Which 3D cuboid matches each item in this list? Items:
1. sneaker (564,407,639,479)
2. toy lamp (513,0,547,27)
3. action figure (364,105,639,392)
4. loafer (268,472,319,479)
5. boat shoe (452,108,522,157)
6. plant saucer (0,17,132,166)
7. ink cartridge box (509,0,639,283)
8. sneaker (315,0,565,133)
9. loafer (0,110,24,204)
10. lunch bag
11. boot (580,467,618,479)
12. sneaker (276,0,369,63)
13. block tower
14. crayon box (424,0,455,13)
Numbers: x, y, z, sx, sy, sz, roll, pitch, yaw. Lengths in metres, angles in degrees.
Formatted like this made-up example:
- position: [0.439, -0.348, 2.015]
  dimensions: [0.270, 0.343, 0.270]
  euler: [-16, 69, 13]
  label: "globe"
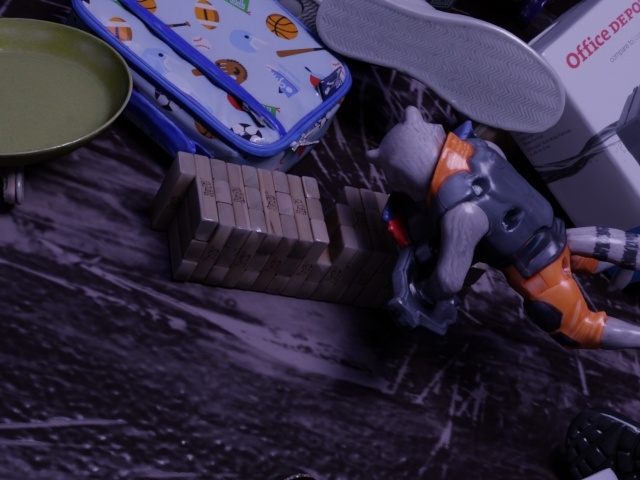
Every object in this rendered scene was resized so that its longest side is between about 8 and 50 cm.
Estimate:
- position: [0.371, 0.259, 1.258]
  dimensions: [0.283, 0.107, 0.124]
  euler: [38, 26, -2]
  label: "sneaker"
- position: [0.211, -0.419, 1.797]
  dimensions: [0.275, 0.080, 0.080]
  euler: [35, 41, -3]
  label: "toy lamp"
- position: [0.199, -0.032, 1.211]
  dimensions: [0.330, 0.178, 0.341]
  euler: [30, 40, -15]
  label: "action figure"
- position: [0.021, 0.280, 1.003]
  dimensions: [0.080, 0.078, 0.220]
  euler: [-7, 56, -38]
  label: "loafer"
- position: [0.289, -0.178, 1.601]
  dimensions: [0.285, 0.103, 0.092]
  euler: [-18, 68, -36]
  label: "boat shoe"
- position: [-0.303, -0.139, 1.175]
  dimensions: [0.241, 0.037, 0.241]
  euler: [4, 39, -3]
  label: "plant saucer"
- position: [0.376, -0.137, 1.491]
  dimensions: [0.223, 0.129, 0.307]
  euler: [-41, 98, -31]
  label: "ink cartridge box"
- position: [0.149, -0.224, 1.410]
  dimensions: [0.292, 0.108, 0.169]
  euler: [26, 20, 4]
  label: "sneaker"
- position: [-0.303, -0.078, 1.165]
  dimensions: [0.039, 0.045, 0.125]
  euler: [-1, 43, -13]
  label: "loafer"
- position: [-0.122, -0.188, 1.333]
  dimensions: [0.303, 0.115, 0.243]
  euler: [39, 43, 7]
  label: "lunch bag"
- position: [0.205, 0.308, 1.101]
  dimensions: [0.258, 0.095, 0.123]
  euler: [-22, 71, -35]
  label: "boot"
- position: [-0.012, -0.318, 1.536]
  dimensions: [0.256, 0.094, 0.151]
  euler: [13, 50, -37]
  label: "sneaker"
- position: [0.000, 0.000, 1.247]
  dimensions: [0.335, 0.091, 0.097]
  euler: [11, 45, -25]
  label: "block tower"
- position: [0.108, -0.463, 1.677]
  dimensions: [0.081, 0.202, 0.318]
  euler: [-1, 51, -34]
  label: "crayon box"
